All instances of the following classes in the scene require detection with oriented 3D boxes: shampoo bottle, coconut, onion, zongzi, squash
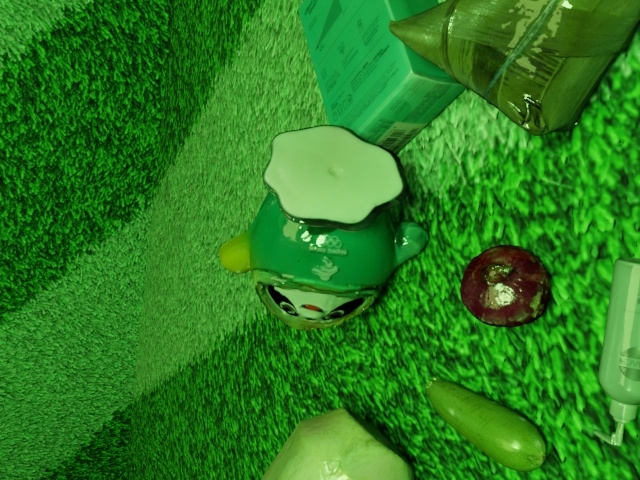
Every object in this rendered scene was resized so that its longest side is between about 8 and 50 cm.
[{"bbox_3d":[0.315,0.117,0.552,0.056,0.056,0.195,15,104,58],"label":"shampoo bottle"},{"bbox_3d":[0.023,0.411,0.875,0.259,0.259,0.259,1,91,59],"label":"coconut"},{"bbox_3d":[0.223,0.054,0.662,0.107,0.097,0.107,-16,50,20],"label":"onion"},{"bbox_3d":[0.216,-0.286,0.600,0.274,0.125,0.250,46,128,29],"label":"zongzi"},{"bbox_3d":[0.209,0.234,0.720,0.201,0.066,0.066,25,112,59],"label":"squash"}]

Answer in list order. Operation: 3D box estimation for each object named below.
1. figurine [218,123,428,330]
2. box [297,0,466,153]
[{"bbox_3d":[0.000,0.000,0.864,0.340,0.324,0.231,105,172,-55],"label":"figurine"},{"bbox_3d":[0.086,-0.312,0.860,0.205,0.118,0.311,-41,57,49],"label":"box"}]
